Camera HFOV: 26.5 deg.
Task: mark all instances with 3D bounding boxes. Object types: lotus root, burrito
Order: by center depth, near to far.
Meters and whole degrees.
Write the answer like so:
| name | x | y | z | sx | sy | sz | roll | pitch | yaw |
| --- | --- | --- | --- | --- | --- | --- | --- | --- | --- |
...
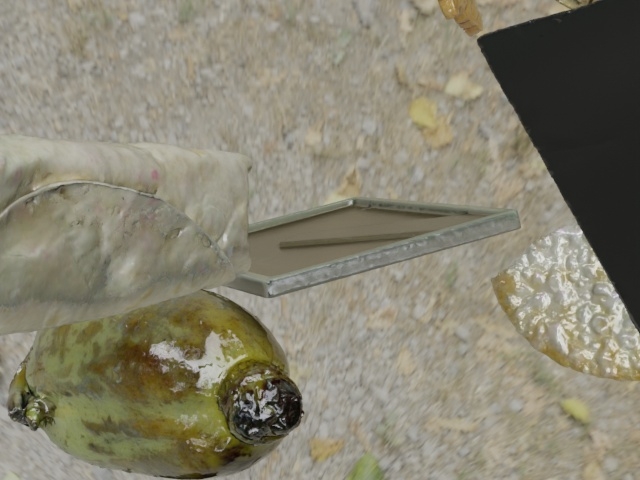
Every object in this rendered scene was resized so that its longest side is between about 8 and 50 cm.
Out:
| name | x | y | z | sx | sy | sz | roll | pitch | yaw |
| --- | --- | --- | --- | --- | --- | --- | --- | --- | --- |
| burrito | -0.096 | -0.006 | 0.573 | 0.060 | 0.226 | 0.087 | 14 | 101 | 32 |
| lotus root | -0.128 | 0.125 | 1.145 | 0.309 | 0.173 | 0.173 | 1 | 69 | 39 |

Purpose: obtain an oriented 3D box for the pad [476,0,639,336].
| name | x | y | z | sx | sy | sz | roll | pitch | yaw |
| --- | --- | --- | --- | --- | --- | --- | --- | --- | --- |
| pad | 0.207 | 0.021 | 0.542 | 0.005 | 0.202 | 0.300 | -50 | 117 | -36 |

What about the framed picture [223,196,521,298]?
| name | x | y | z | sx | sy | sz | roll | pitch | yaw |
| --- | --- | --- | --- | --- | --- | --- | --- | --- | --- |
| framed picture | 0.000 | 0.000 | 1.232 | 0.240 | 0.324 | 0.020 | -15 | 100 | -23 |

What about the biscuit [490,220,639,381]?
| name | x | y | z | sx | sy | sz | roll | pitch | yaw |
| --- | --- | --- | --- | --- | --- | --- | --- | --- | --- |
| biscuit | 0.299 | 0.045 | 1.349 | 0.265 | 0.040 | 0.188 | 10 | 84 | 26 |

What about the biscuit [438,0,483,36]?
| name | x | y | z | sx | sy | sz | roll | pitch | yaw |
| --- | --- | --- | --- | --- | --- | --- | --- | --- | --- |
| biscuit | 0.148 | -0.347 | 1.679 | 0.035 | 0.250 | 0.162 | -24 | 47 | 19 |

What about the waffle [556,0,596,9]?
| name | x | y | z | sx | sy | sz | roll | pitch | yaw |
| --- | --- | --- | --- | --- | --- | --- | --- | --- | --- |
| waffle | 0.177 | -0.388 | 1.072 | 0.261 | 0.376 | 0.114 | 30 | 46 | 11 |
